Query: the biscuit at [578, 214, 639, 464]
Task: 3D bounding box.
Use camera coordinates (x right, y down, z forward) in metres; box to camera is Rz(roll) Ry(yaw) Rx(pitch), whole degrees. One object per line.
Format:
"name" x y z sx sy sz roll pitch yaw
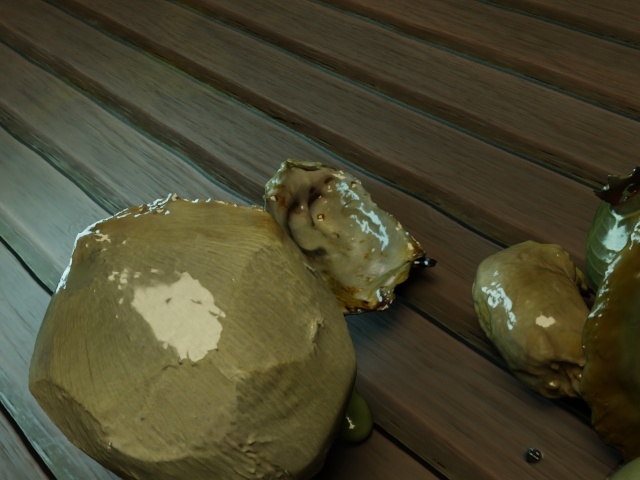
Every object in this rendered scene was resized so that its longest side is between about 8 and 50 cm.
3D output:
"biscuit" 0.438 0.119 0.858 0.335 0.329 0.078 7 17 15

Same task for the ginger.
"ginger" 0.267 0.089 1.052 0.152 0.138 0.267 -3 40 8

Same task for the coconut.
"coconut" -0.143 0.120 0.963 0.346 0.360 0.346 -22 39 19

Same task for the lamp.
"lamp" 0.416 0.001 0.990 0.250 0.284 0.250 -43 25 26

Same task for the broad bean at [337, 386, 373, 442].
"broad bean" 0.032 0.216 1.067 0.063 0.045 0.083 -12 50 -12

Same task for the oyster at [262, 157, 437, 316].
"oyster" -0.008 -0.006 1.245 0.221 0.096 0.361 -8 40 -33

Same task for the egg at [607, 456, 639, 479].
"egg" 0.325 0.323 0.741 0.219 0.218 0.295 13 64 28
